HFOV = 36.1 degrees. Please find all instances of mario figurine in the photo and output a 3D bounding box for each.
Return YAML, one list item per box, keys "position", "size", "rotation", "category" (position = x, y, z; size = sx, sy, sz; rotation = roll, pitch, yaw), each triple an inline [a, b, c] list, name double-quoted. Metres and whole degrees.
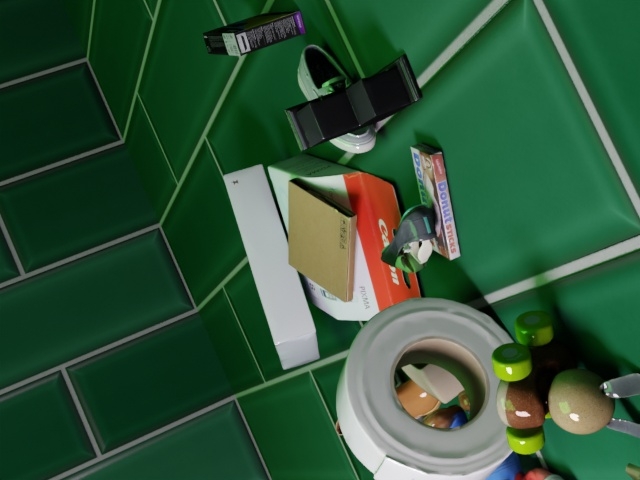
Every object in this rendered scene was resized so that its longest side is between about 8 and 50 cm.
- position: [0.277, 0.391, 1.535]
  size: [0.320, 0.170, 0.198]
  rotation: [61, 157, 23]
  category: "mario figurine"

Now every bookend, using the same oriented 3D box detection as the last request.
- position: [0.047, -0.208, 1.502]
  size: [0.072, 0.157, 0.156]
  rotation: [68, 161, -2]
  category: "bookend"

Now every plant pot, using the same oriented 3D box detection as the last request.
- position: [0.200, 0.206, 1.642]
  size: [0.096, 0.109, 0.109]
  rotation: [62, 164, -22]
  category: "plant pot"

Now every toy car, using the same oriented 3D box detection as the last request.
- position: [0.338, 0.198, 1.288]
  size: [0.188, 0.149, 0.155]
  rotation: [6, 125, 35]
  category: "toy car"

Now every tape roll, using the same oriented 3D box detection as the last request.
- position: [0.167, 0.232, 1.470]
  size: [0.286, 0.286, 0.100]
  rotation: [59, 158, 22]
  category: "tape roll"

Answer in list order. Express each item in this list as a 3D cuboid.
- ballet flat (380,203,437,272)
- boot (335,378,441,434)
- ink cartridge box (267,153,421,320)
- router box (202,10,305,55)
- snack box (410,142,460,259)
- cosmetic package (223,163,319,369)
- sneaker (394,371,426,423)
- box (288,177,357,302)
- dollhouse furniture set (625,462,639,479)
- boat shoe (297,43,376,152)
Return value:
- position: [0.143, 0.013, 1.561]
  size: [0.074, 0.074, 0.203]
  rotation: [62, 162, 16]
  category: "ballet flat"
- position: [0.128, 0.293, 1.768]
  size: [0.197, 0.152, 0.073]
  rotation: [-57, 47, 32]
  category: "boot"
- position: [0.047, 0.015, 1.842]
  size: [0.385, 0.091, 0.308]
  rotation: [28, 137, 62]
  category: "ink cartridge box"
- position: [-0.124, -0.379, 1.797]
  size: [0.179, 0.133, 0.046]
  rotation: [23, 133, 62]
  category: "router box"
- position: [0.178, -0.060, 1.517]
  size: [0.064, 0.022, 0.178]
  rotation: [37, 145, 60]
  category: "snack box"
- position: [-0.101, 0.064, 2.101]
  size: [0.284, 0.097, 0.377]
  rotation: [78, 174, -73]
  category: "cosmetic package"
- position: [0.142, 0.323, 1.923]
  size: [0.262, 0.099, 0.121]
  rotation: [36, 139, 54]
  category: "sneaker"
- position: [0.000, 0.000, 1.831]
  size: [0.164, 0.021, 0.201]
  rotation: [33, 138, 34]
  category: "box"
- position: [0.423, 0.391, 1.107]
  size: [0.242, 0.212, 0.161]
  rotation: [45, 168, -17]
  category: "dollhouse furniture set"
- position: [0.022, -0.242, 1.644]
  size: [0.227, 0.079, 0.081]
  rotation: [58, 163, 33]
  category: "boat shoe"
